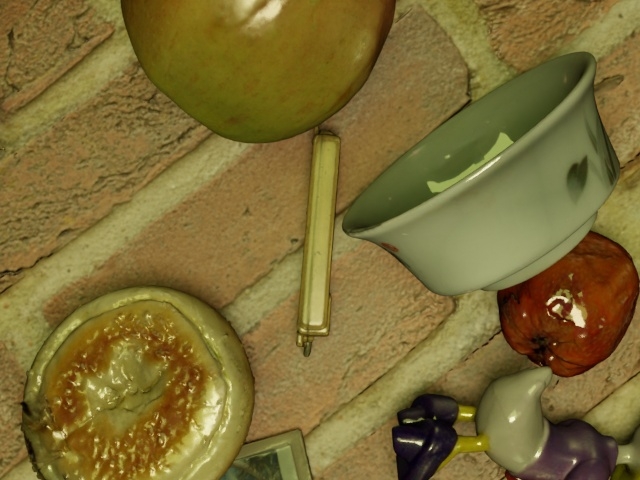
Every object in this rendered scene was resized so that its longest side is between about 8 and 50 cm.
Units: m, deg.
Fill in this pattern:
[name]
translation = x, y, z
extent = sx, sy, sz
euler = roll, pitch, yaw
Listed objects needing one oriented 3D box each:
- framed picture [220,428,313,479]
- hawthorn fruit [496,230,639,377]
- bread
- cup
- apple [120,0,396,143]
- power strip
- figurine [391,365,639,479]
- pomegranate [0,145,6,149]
[framed picture]
translation = -0.095, 0.421, 1.273
extent = 0.232, 0.024, 0.315
euler = -18, 69, 6
[hawthorn fruit]
translation = 0.299, 0.070, 1.216
extent = 0.173, 0.173, 0.179
euler = 26, 87, 9
[bread]
translation = -0.226, 0.205, 1.274
extent = 0.305, 0.159, 0.306
euler = -2, 81, 10
[cup]
translation = 0.211, -0.055, 1.179
extent = 0.347, 0.347, 0.163
euler = -37, 101, 3
[apple]
translation = -0.085, -0.292, 1.231
extent = 0.338, 0.338, 0.305
euler = 38, 110, 9
[power strip]
translation = 0.000, 0.000, 1.311
extent = 0.044, 0.064, 0.305
euler = 5, 85, 2
[figurine]
translation = 0.291, 0.239, 1.192
extent = 0.420, 0.154, 0.193
euler = 11, 112, 0
[pomegranate]
translation = -0.547, -0.151, 1.336
extent = 0.235, 0.210, 0.210
euler = -9, 83, -20
